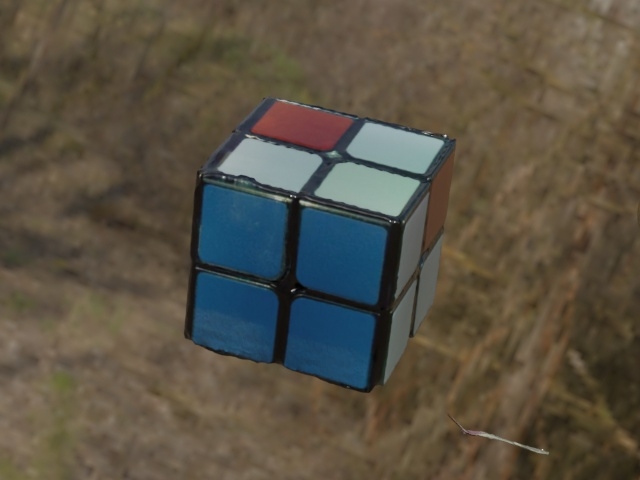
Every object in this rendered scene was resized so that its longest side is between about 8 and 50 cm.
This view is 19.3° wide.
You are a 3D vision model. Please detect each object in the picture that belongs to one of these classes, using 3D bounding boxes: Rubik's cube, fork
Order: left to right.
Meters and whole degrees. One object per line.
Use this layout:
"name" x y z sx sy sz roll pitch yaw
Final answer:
"Rubik's cube" 0.000 -0.001 1.578 0.183 0.167 0.180 16 30 15
"fork" 0.165 0.185 1.764 0.115 0.012 0.016 22 11 -22

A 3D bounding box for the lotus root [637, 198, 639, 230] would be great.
"lotus root" 0.311 -0.026 1.484 0.125 0.118 0.221 -16 39 2
